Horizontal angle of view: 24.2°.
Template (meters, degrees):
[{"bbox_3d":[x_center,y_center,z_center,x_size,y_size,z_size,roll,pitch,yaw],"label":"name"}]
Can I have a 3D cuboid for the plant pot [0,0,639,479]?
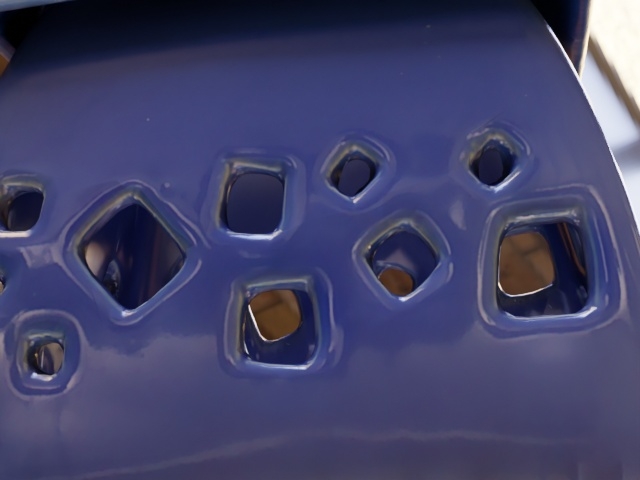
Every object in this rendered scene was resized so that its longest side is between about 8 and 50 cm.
[{"bbox_3d":[0.000,0.000,0.538,0.236,0.236,0.212,50,36,-77],"label":"plant pot"}]
